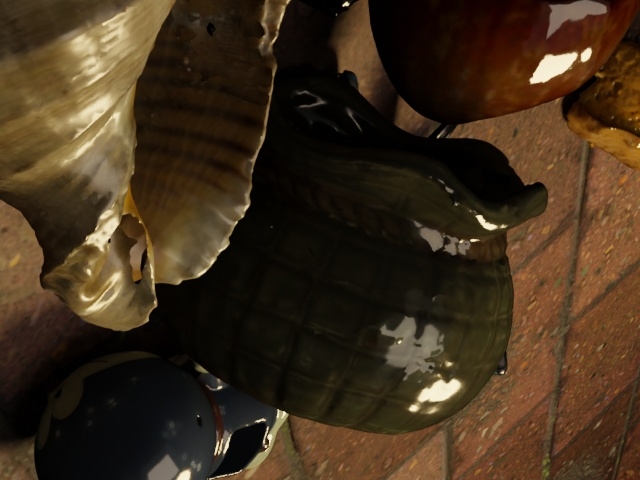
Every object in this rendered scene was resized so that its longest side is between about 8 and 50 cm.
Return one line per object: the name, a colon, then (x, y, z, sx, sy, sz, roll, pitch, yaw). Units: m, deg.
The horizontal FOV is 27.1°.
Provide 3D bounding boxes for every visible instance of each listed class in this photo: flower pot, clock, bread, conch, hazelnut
flower pot: (0.007, -0.002, 1.004, 0.302, 0.302, 0.213, 3, 113, -57)
clock: (-0.135, 0.158, 1.139, 0.243, 0.146, 0.199, -16, 144, -58)
bread: (0.389, -0.150, 1.525, 0.229, 0.139, 0.143, -4, 121, -55)
conch: (-0.127, -0.111, 0.741, 0.263, 0.186, 0.324, -26, 145, -28)
hazelnut: (0.148, -0.190, 1.011, 0.234, 0.218, 0.218, -28, 147, -26)

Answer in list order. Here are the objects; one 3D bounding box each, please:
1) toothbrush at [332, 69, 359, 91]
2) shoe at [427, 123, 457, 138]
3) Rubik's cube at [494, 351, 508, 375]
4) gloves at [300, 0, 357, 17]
toothbrush: (0.000, 0.000, 1.246, 0.042, 0.035, 0.413, -14, 141, -17)
shoe: (0.067, -0.079, 1.220, 0.159, 0.053, 0.062, -42, -169, 45)
Rubik's cube: (0.070, 0.003, 1.247, 0.178, 0.211, 0.190, 26, 74, -34)
gloves: (0.059, -0.276, 0.846, 0.301, 0.152, 0.197, -28, 134, -28)
